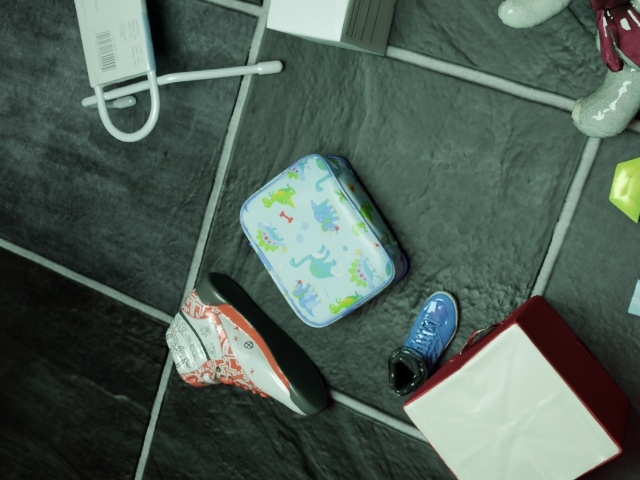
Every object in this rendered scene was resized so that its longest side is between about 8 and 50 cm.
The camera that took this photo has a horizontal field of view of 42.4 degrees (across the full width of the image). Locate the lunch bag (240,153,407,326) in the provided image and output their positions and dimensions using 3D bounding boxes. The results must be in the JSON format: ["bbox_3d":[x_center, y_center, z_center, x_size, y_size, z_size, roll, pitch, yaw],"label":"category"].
[{"bbox_3d":[0.000,0.000,1.161,0.176,0.090,0.219,-36,82,21],"label":"lunch bag"}]

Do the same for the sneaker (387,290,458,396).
[{"bbox_3d":[0.138,0.143,1.123,0.058,0.084,0.152,29,106,17],"label":"sneaker"}]

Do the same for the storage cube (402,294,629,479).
[{"bbox_3d":[0.251,0.206,1.027,0.184,0.193,0.215,-42,79,21],"label":"storage cube"}]

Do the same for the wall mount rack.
[{"bbox_3d":[-0.229,-0.327,1.205,0.304,0.130,0.350,-8,93,26],"label":"wall mount rack"}]

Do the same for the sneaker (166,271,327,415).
[{"bbox_3d":[-0.118,0.188,1.233,0.270,0.090,0.145,46,111,15],"label":"sneaker"}]

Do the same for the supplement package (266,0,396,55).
[{"bbox_3d":[0.021,-0.307,1.068,0.105,0.179,0.105,17,102,20],"label":"supplement package"}]

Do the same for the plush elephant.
[{"bbox_3d":[0.315,-0.278,0.865,0.255,0.272,0.330,24,107,-8],"label":"plush elephant"}]

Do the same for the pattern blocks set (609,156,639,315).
[{"bbox_3d":[0.496,-0.043,0.988,0.285,0.026,0.324,6,99,22],"label":"pattern blocks set"}]
